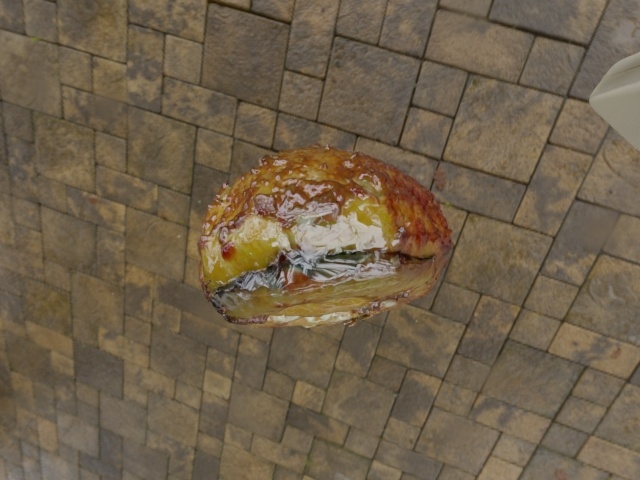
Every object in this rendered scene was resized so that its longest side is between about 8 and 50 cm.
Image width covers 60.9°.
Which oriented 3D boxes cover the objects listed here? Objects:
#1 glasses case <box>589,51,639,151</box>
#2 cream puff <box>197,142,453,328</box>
[{"bbox_3d":[0.477,-0.180,0.641,0.144,0.336,0.076,39,88,-9],"label":"glasses case"},{"bbox_3d":[-0.001,0.000,0.514,0.239,0.240,0.164,-10,79,24],"label":"cream puff"}]
